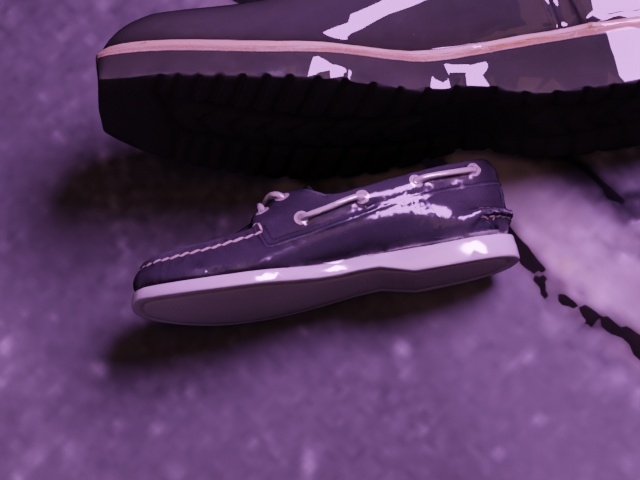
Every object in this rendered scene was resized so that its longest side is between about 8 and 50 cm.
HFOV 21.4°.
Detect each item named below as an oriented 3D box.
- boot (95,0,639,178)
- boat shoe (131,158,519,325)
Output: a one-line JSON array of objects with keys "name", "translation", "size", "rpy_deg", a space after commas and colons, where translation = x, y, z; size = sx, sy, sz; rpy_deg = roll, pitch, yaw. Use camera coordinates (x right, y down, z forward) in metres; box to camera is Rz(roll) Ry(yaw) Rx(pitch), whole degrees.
[{"name": "boot", "translation": [0.024, -0.097, 0.562], "size": [0.198, 0.077, 0.137], "rpy_deg": [-1, 70, -10]}, {"name": "boat shoe", "translation": [0.000, 0.000, 0.544], "size": [0.125, 0.046, 0.038], "rpy_deg": [-10, 75, -1]}]
